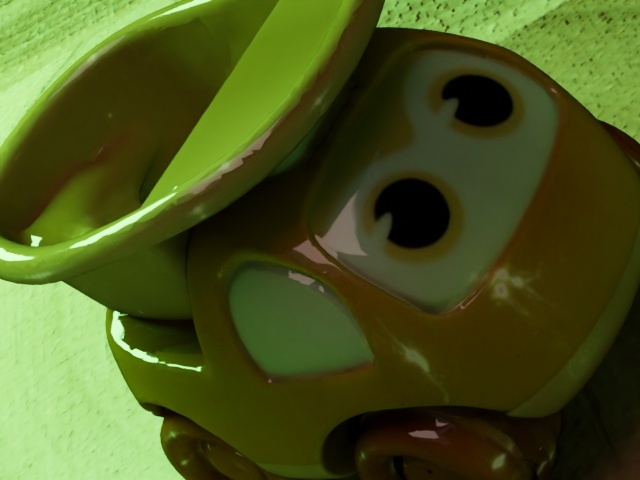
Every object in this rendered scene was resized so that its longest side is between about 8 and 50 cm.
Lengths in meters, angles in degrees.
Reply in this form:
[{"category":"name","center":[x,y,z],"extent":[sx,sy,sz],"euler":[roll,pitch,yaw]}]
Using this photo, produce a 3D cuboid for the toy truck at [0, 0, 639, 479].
[{"category":"toy truck","center":[0.000,0.000,0.837],"extent":[0.288,0.211,0.204],"euler":[-6,44,44]}]
